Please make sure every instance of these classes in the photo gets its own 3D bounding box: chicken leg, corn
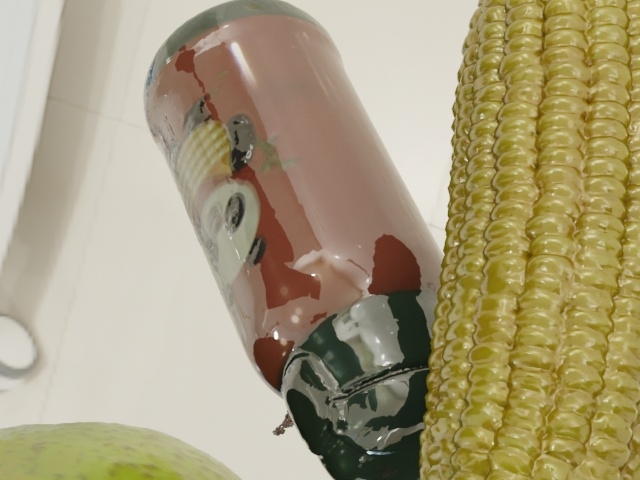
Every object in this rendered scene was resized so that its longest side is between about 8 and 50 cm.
[{"bbox_3d":[-0.023,0.224,1.563,0.083,0.021,0.036,-10,89,20],"label":"chicken leg"},{"bbox_3d":[0.120,0.014,0.625,0.131,0.131,0.344,-5,64,32],"label":"corn"}]

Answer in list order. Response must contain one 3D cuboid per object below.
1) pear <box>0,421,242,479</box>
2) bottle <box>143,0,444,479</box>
[{"bbox_3d":[-0.162,0.286,0.732,0.391,0.391,0.391,-2,86,32],"label":"pear"},{"bbox_3d":[0.000,0.000,0.782,0.144,0.144,0.336,-45,50,22],"label":"bottle"}]
